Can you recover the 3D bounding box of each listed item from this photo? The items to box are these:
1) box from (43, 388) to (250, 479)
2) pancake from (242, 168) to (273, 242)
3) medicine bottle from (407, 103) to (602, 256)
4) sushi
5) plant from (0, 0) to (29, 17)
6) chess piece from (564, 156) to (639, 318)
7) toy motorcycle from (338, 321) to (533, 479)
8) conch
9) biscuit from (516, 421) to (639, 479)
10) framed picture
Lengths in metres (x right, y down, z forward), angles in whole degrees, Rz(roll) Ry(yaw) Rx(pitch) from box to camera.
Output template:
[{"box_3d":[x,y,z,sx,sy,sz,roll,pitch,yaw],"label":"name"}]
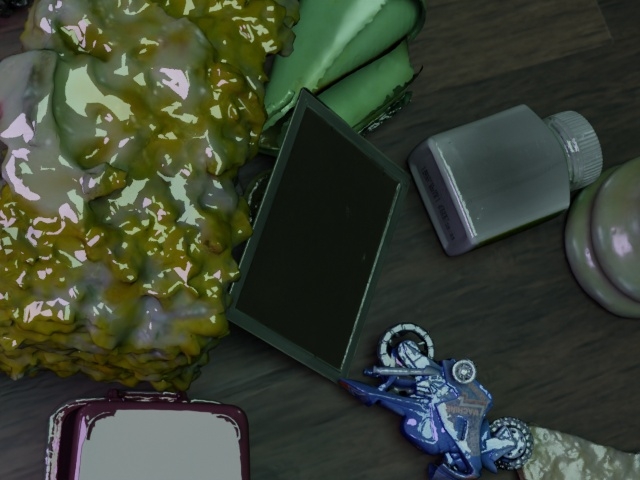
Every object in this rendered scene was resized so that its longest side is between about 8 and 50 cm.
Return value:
[{"box_3d":[-0.154,0.276,1.054,0.193,0.167,0.294,3,76,-16],"label":"box"},{"box_3d":[-0.035,-0.027,1.238,0.108,0.017,0.108,2,80,-12],"label":"pancake"},{"box_3d":[0.209,-0.075,1.276,0.188,0.088,0.132,-20,83,-19],"label":"medicine bottle"},{"box_3d":[-0.173,-0.066,1.032,0.240,0.351,0.396,11,75,-12],"label":"sushi"},{"box_3d":[-0.353,-0.284,1.178,0.143,0.094,0.092,29,82,-1],"label":"plant"},{"box_3d":[0.404,-0.033,1.190,0.182,0.330,0.182,4,76,-15],"label":"chess piece"},{"box_3d":[0.124,0.181,1.204,0.205,0.076,0.114,43,77,-1],"label":"toy motorcycle"},{"box_3d":[0.026,-0.185,1.242,0.137,0.143,0.250,16,85,30],"label":"conch"},{"box_3d":[0.316,0.280,1.247,0.250,0.032,0.133,14,73,-12],"label":"biscuit"},{"box_3d":[0.000,0.000,1.191,0.197,0.014,0.252,35,66,-41],"label":"framed picture"}]
